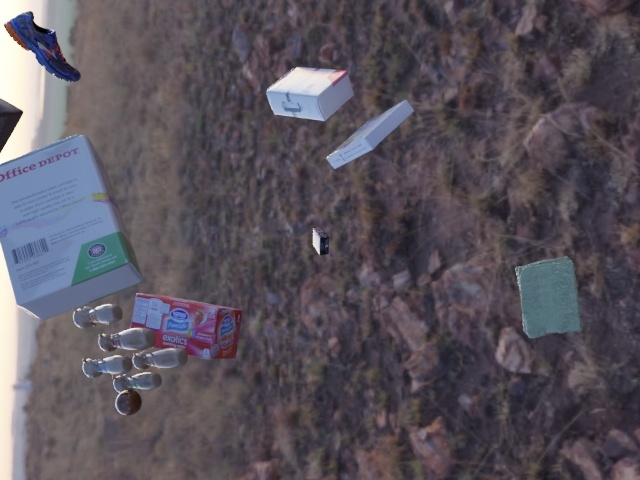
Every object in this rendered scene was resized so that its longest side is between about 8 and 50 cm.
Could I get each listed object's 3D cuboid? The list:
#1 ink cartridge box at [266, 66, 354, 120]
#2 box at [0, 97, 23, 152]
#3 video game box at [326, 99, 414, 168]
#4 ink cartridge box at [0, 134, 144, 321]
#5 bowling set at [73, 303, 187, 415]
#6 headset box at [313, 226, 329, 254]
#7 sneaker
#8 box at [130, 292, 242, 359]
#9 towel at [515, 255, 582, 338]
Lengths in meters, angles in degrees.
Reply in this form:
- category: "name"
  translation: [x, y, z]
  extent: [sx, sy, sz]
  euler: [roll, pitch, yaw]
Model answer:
- category: "ink cartridge box"
  translation: [-0.033, -0.451, 2.230]
  extent: [0.218, 0.158, 0.092]
  euler: [17, 140, 39]
- category: "box"
  translation: [-0.939, -0.322, 1.785]
  extent: [0.182, 0.296, 0.294]
  euler: [-58, 12, 5]
- category: "video game box"
  translation: [0.136, -0.292, 2.015]
  extent: [0.048, 0.205, 0.187]
  euler: [54, 147, -13]
- category: "ink cartridge box"
  translation: [-0.354, -0.019, 1.004]
  extent: [0.093, 0.154, 0.212]
  euler: [86, 160, -69]
- category: "bowling set"
  translation: [-0.444, 0.278, 1.589]
  extent: [0.154, 0.287, 0.199]
  euler: [-11, 48, 31]
- category: "headset box"
  translation: [0.000, 0.000, 2.310]
  extent: [0.083, 0.032, 0.062]
  euler: [-125, 32, -57]
- category: "sneaker"
  translation: [-0.698, -0.494, 1.870]
  extent: [0.087, 0.221, 0.083]
  euler: [-43, 37, 3]
- category: "box"
  translation: [-0.337, 0.214, 1.823]
  extent: [0.257, 0.123, 0.128]
  euler: [7, 86, 26]
- category: "towel"
  translation: [0.424, 0.105, 1.351]
  extent: [0.110, 0.027, 0.148]
  euler: [-13, 62, 23]
